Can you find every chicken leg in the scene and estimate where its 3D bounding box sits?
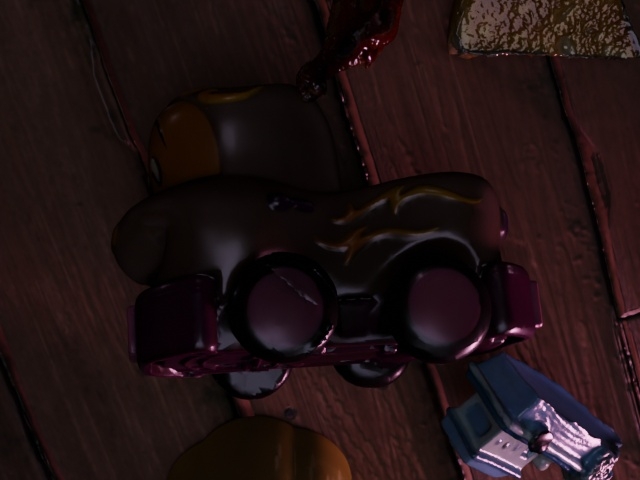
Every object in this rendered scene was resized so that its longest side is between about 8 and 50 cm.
[{"bbox_3d":[0.027,-0.194,0.848,0.089,0.048,0.219,27,63,-34],"label":"chicken leg"}]

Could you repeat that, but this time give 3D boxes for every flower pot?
[{"bbox_3d":[-0.051,0.284,0.951,0.195,0.179,0.195,-1,105,-5],"label":"flower pot"}]

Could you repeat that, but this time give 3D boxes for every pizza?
[{"bbox_3d":[0.214,-0.220,0.906,0.176,0.036,0.184,22,101,-11],"label":"pizza"}]

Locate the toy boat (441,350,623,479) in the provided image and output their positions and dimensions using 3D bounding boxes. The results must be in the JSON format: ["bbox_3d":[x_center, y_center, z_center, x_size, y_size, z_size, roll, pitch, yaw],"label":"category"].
[{"bbox_3d":[0.200,0.185,0.954,0.098,0.109,0.238,-44,136,14],"label":"toy boat"}]

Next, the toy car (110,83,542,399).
[{"bbox_3d":[0.000,0.000,0.861,0.341,0.271,0.240,-1,77,-11],"label":"toy car"}]
